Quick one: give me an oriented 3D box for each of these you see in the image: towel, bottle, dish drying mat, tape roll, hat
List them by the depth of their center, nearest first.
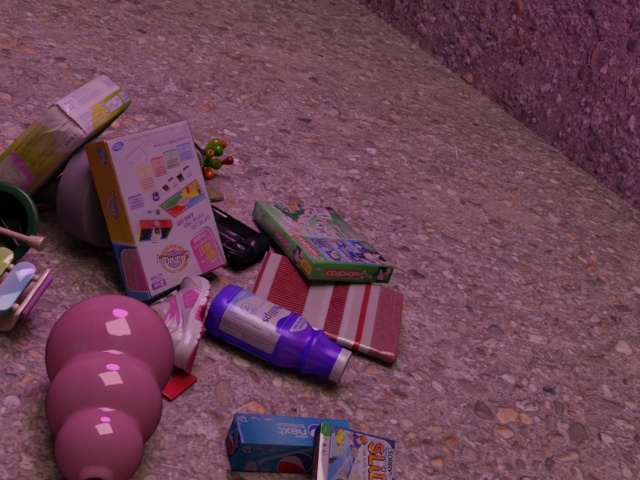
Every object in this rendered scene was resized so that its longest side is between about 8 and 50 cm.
[{"bbox_3d":[-0.254,0.257,1.683,0.032,0.008,0.083,29,29,15],"label":"dish drying mat"},{"bbox_3d":[-0.079,0.184,1.828,0.282,0.092,0.118,25,25,8],"label":"bottle"},{"bbox_3d":[-0.619,-0.015,1.885,0.208,0.173,0.183,-5,-11,-4],"label":"hat"},{"bbox_3d":[-0.441,-0.098,1.943,0.072,0.219,0.219,20,27,22],"label":"tape roll"},{"bbox_3d":[0.015,0.141,2.025,0.328,0.037,0.237,18,31,-1],"label":"towel"},{"bbox_3d":[-0.301,-0.122,2.181,0.148,0.027,0.110,27,15,15],"label":"towel"}]

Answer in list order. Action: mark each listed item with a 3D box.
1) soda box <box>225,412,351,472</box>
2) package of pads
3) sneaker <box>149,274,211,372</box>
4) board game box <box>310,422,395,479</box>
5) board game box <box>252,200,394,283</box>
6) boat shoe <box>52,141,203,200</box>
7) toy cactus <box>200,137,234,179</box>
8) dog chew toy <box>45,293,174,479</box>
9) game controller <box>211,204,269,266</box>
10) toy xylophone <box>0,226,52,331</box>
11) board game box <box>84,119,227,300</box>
[{"bbox_3d":[-0.050,0.345,1.602,0.210,0.067,0.071,7,32,-22],"label":"soda box"},{"bbox_3d":[-0.556,-0.203,1.981,0.101,0.296,0.229,47,28,-9],"label":"package of pads"},{"bbox_3d":[-0.273,0.139,1.774,0.111,0.103,0.252,14,26,-7],"label":"sneaker"},{"bbox_3d":[0.051,0.404,1.524,0.136,0.035,0.201,16,49,-14],"label":"board game box"},{"bbox_3d":[0.000,0.000,2.190,0.213,0.046,0.317,4,25,-31],"label":"board game box"},{"bbox_3d":[-0.424,-0.150,2.097,0.335,0.112,0.095,-15,30,-9],"label":"boat shoe"},{"bbox_3d":[-0.315,-0.191,2.299,0.180,0.112,0.219,-9,1,16],"label":"toy cactus"},{"bbox_3d":[-0.335,0.241,1.477,0.206,0.207,0.332,12,38,-15],"label":"dog chew toy"},{"bbox_3d":[-0.267,-0.041,2.143,0.319,0.067,0.166,31,16,17],"label":"game controller"},{"bbox_3d":[-0.632,0.034,1.691,0.322,0.081,0.236,16,49,-3],"label":"toy xylophone"},{"bbox_3d":[-0.323,-0.065,1.900,0.064,0.317,0.242,-8,10,36],"label":"board game box"}]
